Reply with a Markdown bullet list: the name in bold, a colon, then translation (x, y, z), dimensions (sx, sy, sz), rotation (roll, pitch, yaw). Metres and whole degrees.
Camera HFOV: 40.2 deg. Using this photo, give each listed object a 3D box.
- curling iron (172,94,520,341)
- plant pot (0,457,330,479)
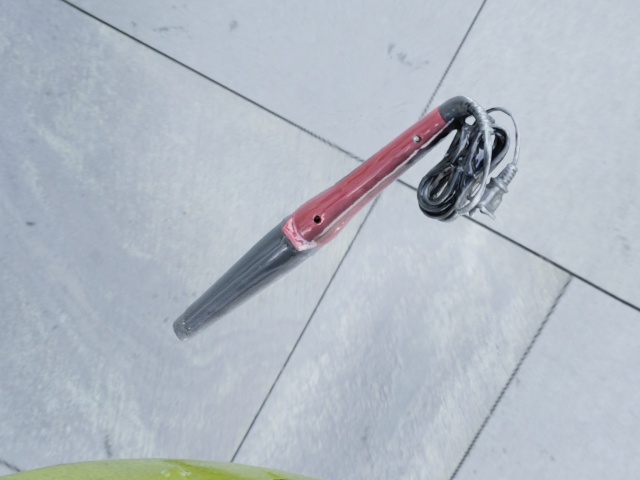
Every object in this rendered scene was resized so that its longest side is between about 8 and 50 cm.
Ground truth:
- **curling iron**: translation (0.000, 0.000, 0.530), dimensions (0.274, 0.035, 0.068), rotation (-30, 60, 30)
- **plant pot**: translation (-0.056, 0.279, 0.303), dimensions (0.366, 0.366, 0.353), rotation (8, 93, 2)
